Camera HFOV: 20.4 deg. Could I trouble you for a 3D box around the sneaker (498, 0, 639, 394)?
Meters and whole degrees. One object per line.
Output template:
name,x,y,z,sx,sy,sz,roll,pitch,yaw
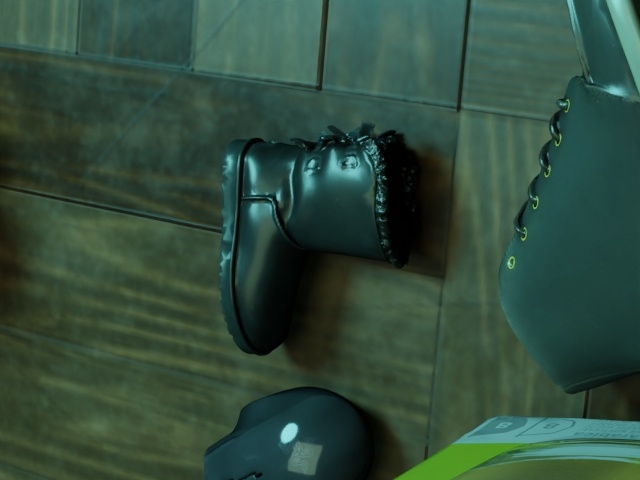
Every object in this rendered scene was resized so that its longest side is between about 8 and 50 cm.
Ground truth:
sneaker,0.117,-0.042,0.778,0.118,0.083,0.222,-19,85,35

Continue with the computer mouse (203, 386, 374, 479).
computer mouse,-0.067,0.143,0.955,0.242,0.041,0.071,-32,78,34

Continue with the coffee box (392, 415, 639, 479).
coffee box,0.148,0.271,0.621,0.337,0.334,0.338,-3,100,35

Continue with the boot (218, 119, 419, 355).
boot,0.000,0.000,0.891,0.099,0.045,0.121,2,96,32
